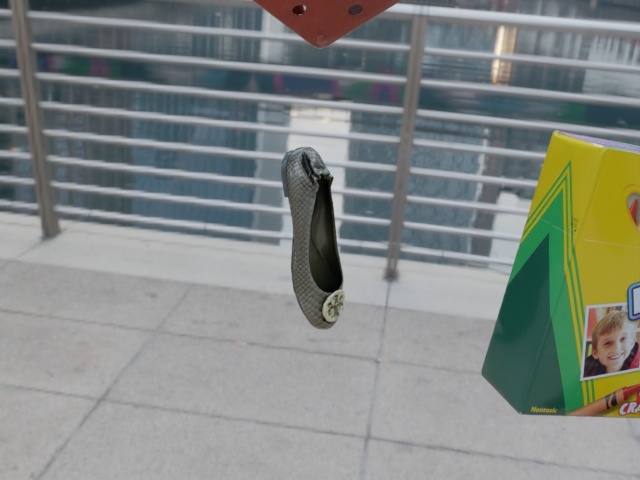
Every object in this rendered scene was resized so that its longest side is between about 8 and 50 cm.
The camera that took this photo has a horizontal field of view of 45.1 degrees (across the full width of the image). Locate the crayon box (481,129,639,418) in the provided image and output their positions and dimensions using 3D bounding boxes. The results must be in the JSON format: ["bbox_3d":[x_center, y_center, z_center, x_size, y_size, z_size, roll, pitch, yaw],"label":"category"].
[{"bbox_3d":[0.409,0.055,0.928,0.363,0.313,0.106,6,18,-21],"label":"crayon box"}]

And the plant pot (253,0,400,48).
[{"bbox_3d":[0.000,-0.436,1.079,0.267,0.235,0.267,-25,-29,30],"label":"plant pot"}]

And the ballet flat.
[{"bbox_3d":[0.000,0.000,1.011,0.058,0.249,0.084,0,14,32],"label":"ballet flat"}]
